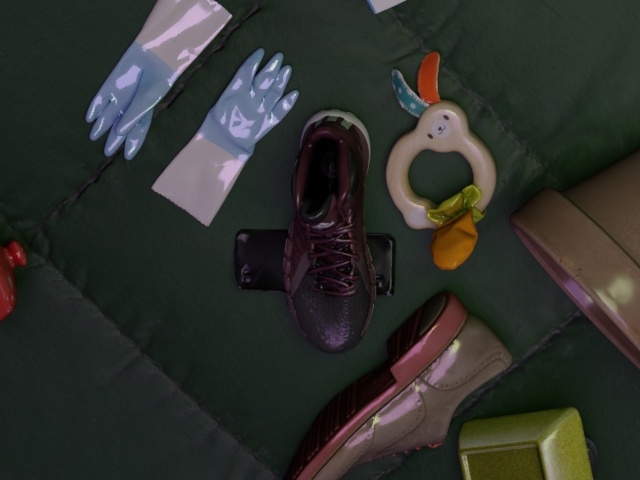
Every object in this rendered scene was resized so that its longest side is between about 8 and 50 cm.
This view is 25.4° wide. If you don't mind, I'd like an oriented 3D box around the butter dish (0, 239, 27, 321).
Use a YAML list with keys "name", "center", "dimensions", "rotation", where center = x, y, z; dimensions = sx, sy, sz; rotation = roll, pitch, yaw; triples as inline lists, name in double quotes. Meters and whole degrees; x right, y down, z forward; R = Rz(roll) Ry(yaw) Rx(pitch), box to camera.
- name: "butter dish"
  center: [-0.406, 0.038, 1.691]
  dimensions: [0.118, 0.160, 0.160]
  rotation: [-27, 104, -7]

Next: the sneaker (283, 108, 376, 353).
- name: "sneaker"
  center: [0.000, 0.000, 1.562]
  dimensions: [0.106, 0.162, 0.281]
  rotation: [-1, 98, 8]

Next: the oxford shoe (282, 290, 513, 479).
- name: "oxford shoe"
  center: [0.082, 0.222, 1.675]
  dimensions: [0.130, 0.123, 0.348]
  rotation: [38, 112, -11]

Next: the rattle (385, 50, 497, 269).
- name: "rattle"
  center: [0.118, -0.089, 1.550]
  dimensions: [0.130, 0.143, 0.199]
  rotation: [7, 118, 27]

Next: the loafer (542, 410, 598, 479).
- name: "loafer"
  center: [0.266, 0.329, 1.716]
  dimensions: [0.096, 0.084, 0.267]
  rotation: [1, 117, -24]

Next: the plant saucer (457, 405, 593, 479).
- name: "plant saucer"
  center: [0.231, 0.295, 1.632]
  dimensions: [0.188, 0.045, 0.188]
  rotation: [-17, 82, 50]

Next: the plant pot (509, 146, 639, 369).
- name: "plant pot"
  center: [0.368, -0.002, 1.494]
  dimensions: [0.229, 0.263, 0.263]
  rotation: [-42, 99, 3]

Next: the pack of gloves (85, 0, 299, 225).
- name: "pack of gloves"
  center: [-0.151, -0.151, 1.618]
  dimensions: [0.195, 0.046, 0.232]
  rotation: [36, 112, -3]

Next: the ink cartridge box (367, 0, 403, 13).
- name: "ink cartridge box"
  center: [0.096, -0.313, 1.474]
  dimensions: [0.090, 0.143, 0.092]
  rotation: [-21, 106, 34]

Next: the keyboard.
- name: "keyboard"
  center: [-0.007, 0.039, 1.677]
  dimensions: [0.192, 0.038, 0.100]
  rotation: [3, 87, 10]
